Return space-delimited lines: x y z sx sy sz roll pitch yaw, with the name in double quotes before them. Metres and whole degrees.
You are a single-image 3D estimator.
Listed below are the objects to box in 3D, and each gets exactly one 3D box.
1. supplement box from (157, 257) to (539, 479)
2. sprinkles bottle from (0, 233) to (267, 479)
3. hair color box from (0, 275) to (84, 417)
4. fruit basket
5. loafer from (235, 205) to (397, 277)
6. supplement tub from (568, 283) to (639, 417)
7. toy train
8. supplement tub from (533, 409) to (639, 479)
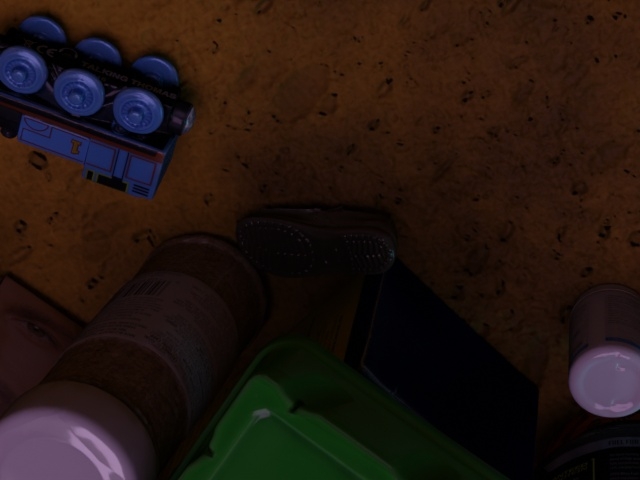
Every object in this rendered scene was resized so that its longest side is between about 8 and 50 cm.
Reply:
"supplement box" -0.008 0.217 1.526 0.194 0.195 0.356 42 117 -13
"sprinkles bottle" -0.143 0.109 1.390 0.121 0.355 0.121 5 112 13
"hair color box" -0.266 0.199 1.473 0.185 0.339 0.110 36 121 -11
"fruit basket" -0.017 0.288 1.318 0.283 0.392 0.392 35 120 13
"loafer" 0.000 0.000 1.492 0.148 0.050 0.056 8 117 23
"supplement tub" 0.240 0.090 1.467 0.071 0.107 0.071 4 119 8
"toy train" -0.195 -0.109 1.447 0.184 0.080 0.105 19 126 -2
"supplement tub" 0.255 0.290 1.441 0.207 0.338 0.207 4 119 7
